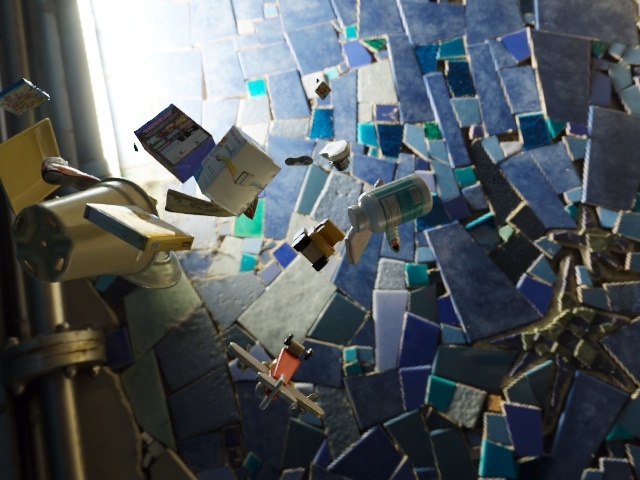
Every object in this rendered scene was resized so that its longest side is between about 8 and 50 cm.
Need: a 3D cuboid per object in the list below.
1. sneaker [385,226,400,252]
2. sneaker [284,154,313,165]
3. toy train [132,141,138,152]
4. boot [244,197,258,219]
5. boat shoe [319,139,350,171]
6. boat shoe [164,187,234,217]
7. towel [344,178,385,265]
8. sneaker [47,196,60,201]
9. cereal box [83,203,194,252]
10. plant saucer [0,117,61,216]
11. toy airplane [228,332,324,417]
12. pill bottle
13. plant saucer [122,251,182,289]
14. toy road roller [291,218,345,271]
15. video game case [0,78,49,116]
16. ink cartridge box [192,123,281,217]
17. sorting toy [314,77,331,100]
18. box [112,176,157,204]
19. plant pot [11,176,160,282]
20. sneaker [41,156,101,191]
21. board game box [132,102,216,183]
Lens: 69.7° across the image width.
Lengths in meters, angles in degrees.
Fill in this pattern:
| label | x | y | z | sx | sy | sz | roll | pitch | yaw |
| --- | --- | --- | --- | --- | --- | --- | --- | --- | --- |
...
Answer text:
| label | x | y | z | sx | sy | sz | roll | pitch | yaw |
| --- | --- | --- | --- | --- | --- | --- | --- | --- | --- |
| sneaker | 0.281 | -0.021 | 1.777 | 0.075 | 0.057 | 0.161 | -103 | -6 | -55 |
| sneaker | -0.113 | -0.412 | 2.377 | 0.061 | 0.152 | 0.054 | -154 | 61 | -77 |
| toy train | -0.794 | -0.399 | 1.976 | 0.083 | 0.017 | 0.024 | 142 | 123 | -73 |
| boot | -0.400 | -0.177 | 2.065 | 0.283 | 0.220 | 0.109 | 92 | -170 | -81 |
| boat shoe | 0.121 | -0.464 | 2.563 | 0.158 | 0.127 | 0.340 | 42 | 179 | -22 |
| boat shoe | -0.432 | -0.136 | 1.723 | 0.104 | 0.285 | 0.089 | 7 | 93 | 61 |
| towel | 0.208 | -0.073 | 2.108 | 0.332 | 0.053 | 0.317 | -61 | -16 | -19 |
| sneaker | -1.116 | -0.058 | 1.964 | 0.094 | 0.153 | 0.235 | 152 | 139 | -78 |
| cereal box | -0.486 | -0.036 | 1.237 | 0.173 | 0.240 | 0.047 | -5 | -63 | -65 |
| plant saucer | -1.291 | -0.328 | 2.012 | 0.333 | 0.080 | 0.333 | -68 | -12 | -50 |
| toy airplane | -0.193 | 0.608 | 1.987 | 0.384 | 0.272 | 0.386 | 16 | -149 | -43 |
| pill bottle | 0.227 | -0.114 | 1.532 | 0.146 | 0.264 | 0.146 | 159 | 90 | -79 |
| plant saucer | -0.855 | 0.069 | 2.271 | 0.400 | 0.101 | 0.400 | 32 | -158 | -14 |
| toy road roller | 0.000 | 0.000 | 2.470 | 0.202 | 0.240 | 0.329 | 46 | -175 | -10 |
| video game case | -0.957 | -0.454 | 1.469 | 0.015 | 0.119 | 0.166 | 56 | 174 | -4 |
| ink cartridge box | -0.287 | -0.239 | 1.569 | 0.168 | 0.233 | 0.171 | 36 | -169 | -40 |
| sorting toy | 0.002 | -0.633 | 1.911 | 0.083 | 0.062 | 0.012 | 41 | 167 | -24 |
| box | -0.916 | -0.226 | 2.253 | 0.058 | 0.232 | 0.087 | -64 | 14 | -13 |
| plant pot | -0.712 | -0.016 | 1.388 | 0.305 | 0.333 | 0.334 | -28 | -76 | -67 |
| sneaker | -1.031 | -0.269 | 1.944 | 0.270 | 0.090 | 0.145 | 18 | -158 | -43 |
| board game box | -0.655 | -0.445 | 2.101 | 0.291 | 0.232 | 0.141 | 40 | 162 | 19 |
